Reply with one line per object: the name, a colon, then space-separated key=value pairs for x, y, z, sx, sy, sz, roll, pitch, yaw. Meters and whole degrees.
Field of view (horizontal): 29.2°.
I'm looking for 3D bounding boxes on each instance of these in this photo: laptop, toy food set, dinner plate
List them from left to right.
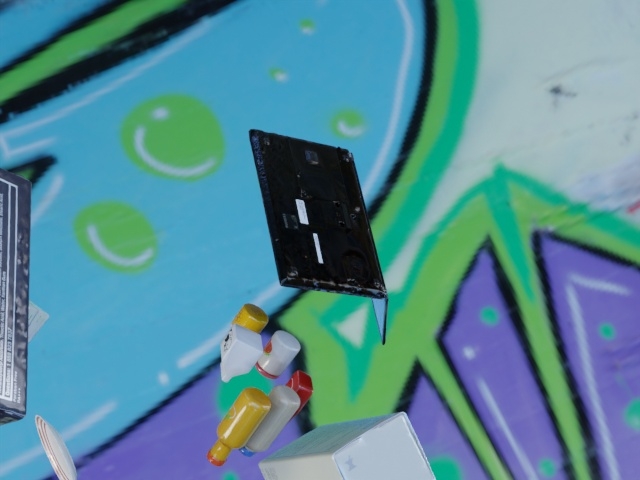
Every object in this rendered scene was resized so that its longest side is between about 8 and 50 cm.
dinner plate: x=-0.411 y=0.335 z=1.931 sx=0.017 sy=0.141 sz=0.141 roll=-26 pitch=159 yaw=-24
toy food set: x=-0.084 y=0.187 z=1.535 sx=0.111 sy=0.232 sz=0.104 roll=27 pitch=112 yaw=-21
laptop: x=0.000 y=0.000 z=1.666 sx=0.264 sy=0.234 sz=0.136 roll=9 pitch=145 yaw=-36

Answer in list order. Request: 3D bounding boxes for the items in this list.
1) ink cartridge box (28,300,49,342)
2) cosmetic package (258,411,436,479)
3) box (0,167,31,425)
ink cartridge box: x=-0.494 y=0.134 z=1.890 sx=0.115 sy=0.067 sz=0.198 roll=-53 pitch=175 yaw=-7
cosmetic package: x=0.037 y=0.377 z=1.998 sx=0.153 sy=0.129 sz=0.296 roll=-25 pitch=180 yaw=-27
box: x=-0.476 y=0.038 z=1.309 sx=0.183 sy=0.296 sz=0.294 roll=-17 pitch=153 yaw=26
